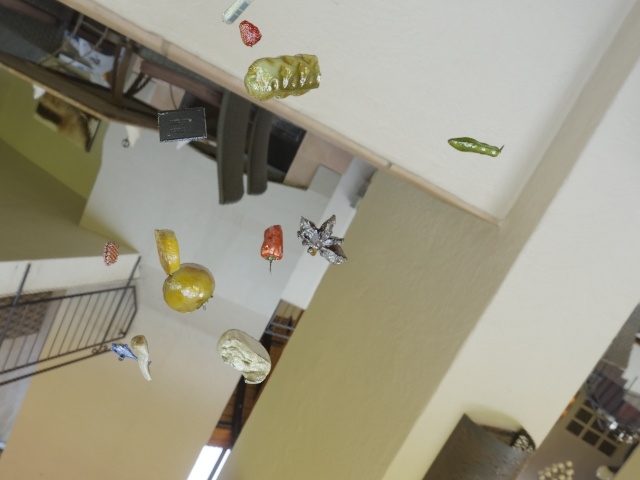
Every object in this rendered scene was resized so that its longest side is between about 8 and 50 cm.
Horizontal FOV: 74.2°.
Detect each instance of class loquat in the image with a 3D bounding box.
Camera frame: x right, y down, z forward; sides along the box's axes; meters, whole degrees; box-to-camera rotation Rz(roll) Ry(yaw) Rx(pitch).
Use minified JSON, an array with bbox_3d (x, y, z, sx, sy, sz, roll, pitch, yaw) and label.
[{"bbox_3d":[-0.527,0.189,1.721,0.213,0.213,0.213,26,-169,-5],"label":"loquat"}]

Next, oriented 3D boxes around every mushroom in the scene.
[{"bbox_3d":[-0.648,0.433,1.542,0.055,0.201,0.059,-11,-150,-21],"label":"mushroom"}]

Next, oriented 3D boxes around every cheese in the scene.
[{"bbox_3d":[-0.343,0.510,1.891,0.266,0.127,0.233,40,180,-16],"label":"cheese"}]

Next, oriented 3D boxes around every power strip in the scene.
[{"bbox_3d":[-0.281,-0.842,1.504,0.030,0.191,0.048,57,-156,6],"label":"power strip"}]

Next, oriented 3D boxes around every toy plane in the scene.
[{"bbox_3d":[-0.749,0.450,1.669,0.167,0.062,0.054,38,-165,-13],"label":"toy plane"}]

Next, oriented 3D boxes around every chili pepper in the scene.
[{"bbox_3d":[-0.174,0.035,1.533,0.084,0.191,0.086,-12,157,30],"label":"chili pepper"}]

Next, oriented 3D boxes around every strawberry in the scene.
[{"bbox_3d":[-0.239,-0.696,1.421,0.073,0.073,0.083,33,172,28],"label":"strawberry"}]

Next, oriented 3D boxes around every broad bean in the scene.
[{"bbox_3d":[0.657,-0.385,1.758,0.326,0.067,0.075,6,-150,-26],"label":"broad bean"}]

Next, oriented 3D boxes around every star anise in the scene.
[{"bbox_3d":[-0.002,-0.004,1.742,0.199,0.257,0.110,-1,-135,16],"label":"star anise"}]

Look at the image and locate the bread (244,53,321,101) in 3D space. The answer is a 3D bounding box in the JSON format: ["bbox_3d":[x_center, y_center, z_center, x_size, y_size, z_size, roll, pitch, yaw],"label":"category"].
[{"bbox_3d":[-0.136,-0.557,1.446,0.268,0.152,0.130,-24,-122,-35],"label":"bread"}]

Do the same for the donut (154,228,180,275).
[{"bbox_3d":[-0.543,0.036,1.515,0.066,0.178,0.162,-14,-111,-27],"label":"donut"}]

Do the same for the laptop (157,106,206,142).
[{"bbox_3d":[-0.568,-0.475,1.734,0.197,0.135,0.016,-5,179,0],"label":"laptop"}]

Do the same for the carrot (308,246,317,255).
[{"bbox_3d":[-0.040,0.015,1.981,0.042,0.042,0.170,33,152,27],"label":"carrot"}]

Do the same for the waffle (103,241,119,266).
[{"bbox_3d":[-0.693,0.045,1.398,0.029,0.083,0.075,5,-168,0],"label":"waffle"}]
